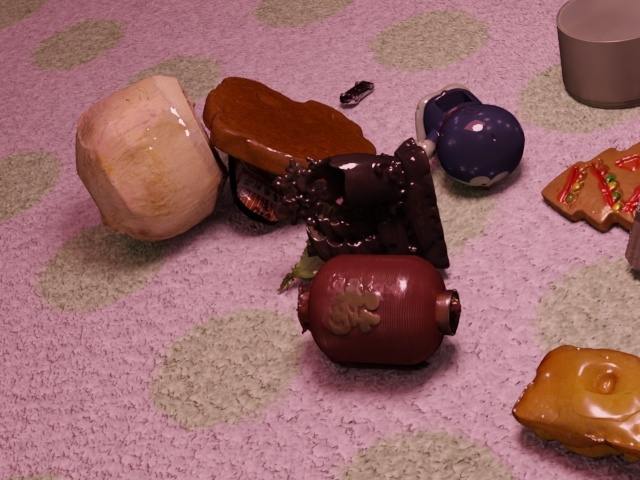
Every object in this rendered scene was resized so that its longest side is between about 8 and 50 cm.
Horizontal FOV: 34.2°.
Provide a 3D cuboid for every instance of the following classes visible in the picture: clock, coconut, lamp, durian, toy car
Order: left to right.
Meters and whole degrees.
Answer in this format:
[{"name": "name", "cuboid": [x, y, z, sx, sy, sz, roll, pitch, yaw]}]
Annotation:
[{"name": "coconut", "cuboid": [-0.321, -0.143, 1.940, 0.254, 0.297, 0.297, -27, 38, 2]}, {"name": "durian", "cuboid": [0.000, 0.000, 1.784, 0.086, 0.100, 0.215, 36, 106, 45]}, {"name": "toy car", "cuboid": [0.076, -0.311, 2.207, 0.041, 0.025, 0.093, 18, 47, 39]}, {"name": "lamp", "cuboid": [0.091, 0.110, 1.576, 0.257, 0.180, 0.180, 2, 42, 21]}, {"name": "clock", "cuboid": [0.267, -0.190, 1.896, 0.199, 0.147, 0.243, -19, 30, -10]}]

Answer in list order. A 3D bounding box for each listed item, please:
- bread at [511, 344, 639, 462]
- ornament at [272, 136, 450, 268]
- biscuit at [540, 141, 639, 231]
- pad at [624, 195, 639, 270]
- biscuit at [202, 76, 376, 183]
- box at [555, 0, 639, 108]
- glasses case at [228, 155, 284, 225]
[{"name": "bread", "cuboid": [0.384, 0.223, 1.387, 0.233, 0.088, 0.160, 15, 43, 38]}, {"name": "ornament", "cuboid": [0.061, -0.035, 1.700, 0.260, 0.251, 0.106, -16, 22, 1]}, {"name": "biscuit", "cuboid": [0.487, -0.091, 1.745, 0.238, 0.041, 0.212, -4, 50, 27]}, {"name": "pad", "cuboid": [0.651, -0.040, 1.592, 0.323, 0.055, 0.250, 1, 52, 33]}, {"name": "biscuit", "cuboid": [-0.071, -0.209, 1.974, 0.358, 0.074, 0.381, 4, 25, -36]}, {"name": "box", "cuboid": [0.572, -0.375, 1.992, 0.226, 0.149, 0.226, -11, 38, 9]}, {"name": "glasses case", "cuboid": [-0.123, -0.125, 1.991, 0.067, 0.103, 0.267, -50, 29, 26]}]
